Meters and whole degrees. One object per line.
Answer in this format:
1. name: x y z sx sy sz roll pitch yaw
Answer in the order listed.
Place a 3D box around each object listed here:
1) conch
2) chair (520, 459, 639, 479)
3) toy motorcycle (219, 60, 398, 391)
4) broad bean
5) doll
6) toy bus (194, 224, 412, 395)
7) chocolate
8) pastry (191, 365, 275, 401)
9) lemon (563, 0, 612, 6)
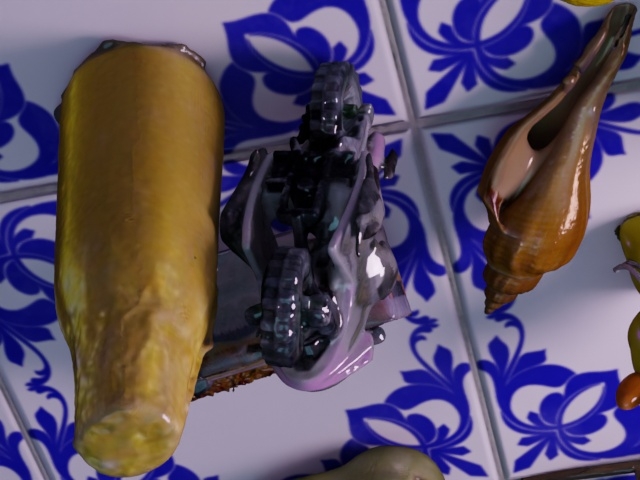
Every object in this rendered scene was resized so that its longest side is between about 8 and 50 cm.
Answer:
1. conch: 0.215 -0.074 1.649 0.109 0.093 0.330 22 107 6
2. chair: 0.370 0.338 1.912 0.272 0.166 0.188 -15 127 14
3. toy motorcycle: 0.000 0.000 1.561 0.143 0.327 0.188 1 137 15
4. broad bean: 0.033 0.314 1.955 0.263 0.121 0.189 -21 132 36
5. doll: 0.344 0.079 1.675 0.143 0.221 0.135 -13 131 17
6. toy bus: -0.079 0.070 1.724 0.317 0.112 0.138 -16 87 11
7. chocolate: -0.162 0.019 1.502 0.162 0.445 0.162 -1 132 -2
8. pastry: -0.105 0.126 1.826 0.169 0.063 0.087 -21 127 17
9. lemon: 0.222 -0.253 1.479 0.109 0.109 0.133 -21 132 18
